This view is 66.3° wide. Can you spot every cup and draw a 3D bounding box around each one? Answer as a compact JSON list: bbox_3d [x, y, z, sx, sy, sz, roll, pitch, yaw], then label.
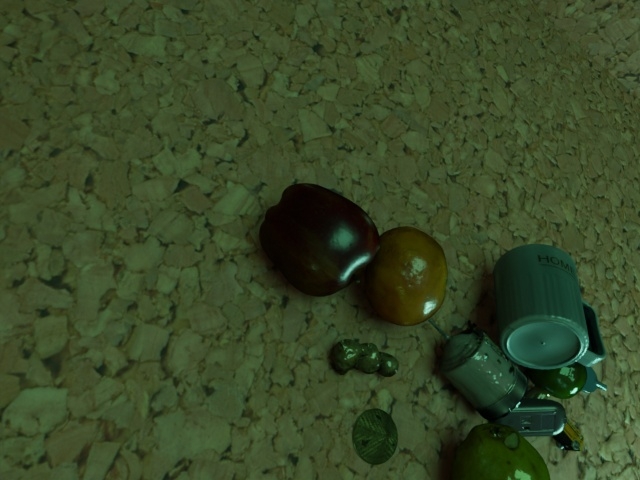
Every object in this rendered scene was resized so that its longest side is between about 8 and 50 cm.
[{"bbox_3d":[0.696,0.232,1.538,0.331,0.256,0.311,51,36,-24],"label":"cup"}]

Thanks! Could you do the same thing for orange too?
[{"bbox_3d":[0.246,0.100,1.395,0.226,0.284,0.284,3,64,20],"label":"orange"}]

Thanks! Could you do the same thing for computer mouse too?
[{"bbox_3d":[0.644,0.553,1.523,0.232,0.057,0.120,-2,98,-3],"label":"computer mouse"}]

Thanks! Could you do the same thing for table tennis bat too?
[{"bbox_3d":[0.965,0.500,1.756,0.155,0.019,0.100,25,63,-14],"label":"table tennis bat"}]

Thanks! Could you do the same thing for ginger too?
[{"bbox_3d":[0.127,0.333,1.371,0.204,0.080,0.104,13,100,-21],"label":"ginger"}]

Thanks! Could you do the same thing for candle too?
[{"bbox_3d":[0.449,0.362,1.460,0.330,0.187,0.187,46,59,-2],"label":"candle"}]

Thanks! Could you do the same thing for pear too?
[{"bbox_3d":[0.487,0.666,1.334,0.269,0.269,0.321,-15,91,-29],"label":"pear"}]

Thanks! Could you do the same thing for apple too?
[{"bbox_3d":[0.000,0.000,1.308,0.317,0.288,0.288,41,58,16],"label":"apple"}]

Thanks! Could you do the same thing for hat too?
[{"bbox_3d":[0.166,0.531,1.325,0.146,0.067,0.146,9,69,-23],"label":"hat"}]

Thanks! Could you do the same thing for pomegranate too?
[{"bbox_3d":[0.746,0.448,1.588,0.187,0.187,0.225,37,85,-10],"label":"pomegranate"}]

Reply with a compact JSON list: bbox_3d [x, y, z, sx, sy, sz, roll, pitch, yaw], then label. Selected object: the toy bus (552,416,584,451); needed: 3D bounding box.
[{"bbox_3d":[0.781,0.610,1.597,0.162,0.069,0.074,49,58,-5],"label":"toy bus"}]
